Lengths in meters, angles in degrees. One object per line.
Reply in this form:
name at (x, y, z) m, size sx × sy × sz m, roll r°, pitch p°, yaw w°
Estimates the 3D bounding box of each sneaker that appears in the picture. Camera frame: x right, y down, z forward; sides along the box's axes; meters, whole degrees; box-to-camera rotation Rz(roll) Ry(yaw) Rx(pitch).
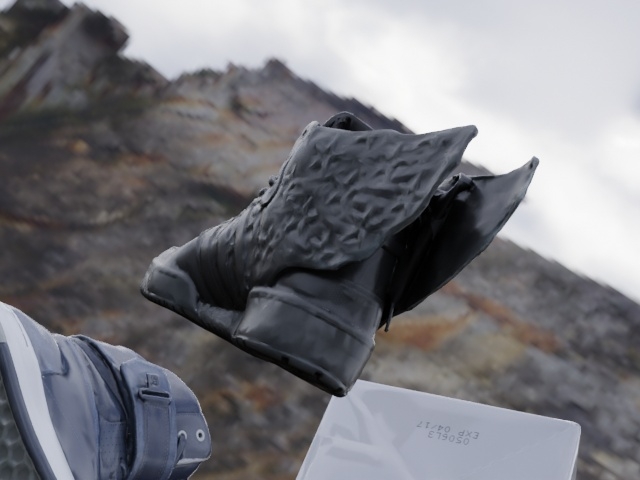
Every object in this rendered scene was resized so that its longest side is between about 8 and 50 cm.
sneaker at (-0.002, -0.001, 0.481) m, size 0.051 × 0.089 × 0.170 m, roll 30°, pitch -6°, yaw -25°
sneaker at (-0.111, 0.141, 0.723) m, size 0.163 × 0.086 × 0.226 m, roll 31°, pitch 36°, yaw -53°

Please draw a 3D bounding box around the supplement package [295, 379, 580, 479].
supplement package at (0.076, 0.272, 1.028) m, size 0.177 × 0.175 × 0.293 m, roll 9°, pitch -48°, yaw 15°
